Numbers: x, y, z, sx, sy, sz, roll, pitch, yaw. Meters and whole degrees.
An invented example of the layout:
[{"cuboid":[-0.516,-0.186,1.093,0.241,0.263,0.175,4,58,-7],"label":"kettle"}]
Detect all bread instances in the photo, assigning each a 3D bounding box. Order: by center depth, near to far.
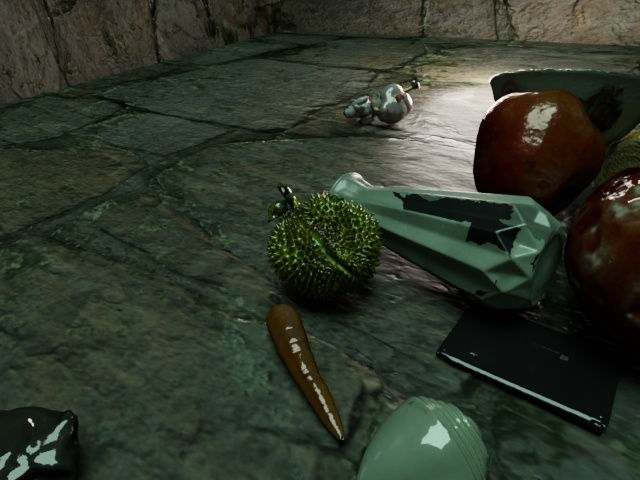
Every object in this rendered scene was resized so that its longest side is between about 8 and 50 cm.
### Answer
[{"cuboid":[0.600,-0.139,0.836,0.073,0.149,0.122,-17,78,-19],"label":"bread"}]

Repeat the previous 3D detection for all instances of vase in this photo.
[{"cuboid":[0.172,-0.019,0.688,0.165,0.165,0.360,-32,38,-34],"label":"vase"}]

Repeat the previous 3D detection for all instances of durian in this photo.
[{"cuboid":[-0.001,0.015,0.666,0.198,0.146,0.159,8,63,30],"label":"durian"}]

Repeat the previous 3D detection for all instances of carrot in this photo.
[{"cuboid":[-0.021,0.157,0.548,0.048,0.048,0.216,-16,40,-17],"label":"carrot"}]

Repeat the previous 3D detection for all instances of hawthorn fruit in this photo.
[{"cuboid":[0.385,-0.139,0.799,0.223,0.224,0.261,16,63,27],"label":"hawthorn fruit"}]

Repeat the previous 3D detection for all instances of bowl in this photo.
[{"cuboid":[0.527,-0.259,0.950,0.336,0.158,0.337,8,11,-2],"label":"bowl"}]

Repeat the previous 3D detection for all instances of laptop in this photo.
[{"cuboid":[0.263,0.143,0.552,0.197,0.016,0.135,21,40,32],"label":"laptop"}]

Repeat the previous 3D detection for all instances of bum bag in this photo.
[{"cuboid":[-0.398,0.228,0.458,0.325,0.080,0.142,1,27,14],"label":"bum bag"}]

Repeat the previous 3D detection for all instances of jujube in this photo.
[{"cuboid":[0.431,0.011,0.556,0.222,0.223,0.318,14,30,25],"label":"jujube"}]

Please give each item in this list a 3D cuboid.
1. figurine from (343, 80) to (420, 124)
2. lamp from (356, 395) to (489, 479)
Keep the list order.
[{"cuboid":[0.181,-0.395,1.286,0.228,0.112,0.137,-5,23,24],"label":"figurine"},{"cuboid":[0.065,0.219,0.397,0.192,0.106,0.106,-25,38,-13],"label":"lamp"}]
